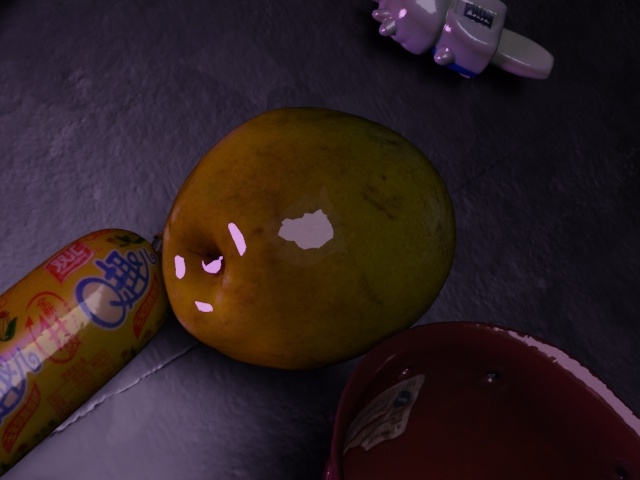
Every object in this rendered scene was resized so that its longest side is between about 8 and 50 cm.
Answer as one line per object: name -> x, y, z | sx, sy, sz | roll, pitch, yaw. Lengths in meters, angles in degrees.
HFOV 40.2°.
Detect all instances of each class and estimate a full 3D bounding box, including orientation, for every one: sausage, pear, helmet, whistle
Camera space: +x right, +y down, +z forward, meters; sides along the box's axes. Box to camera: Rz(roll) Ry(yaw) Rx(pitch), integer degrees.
sausage -> -0.260, 0.108, 0.778 | 0.123, 0.123, 0.347 | 47, 66, -2
pear -> 0.000, 0.000, 0.835 | 0.307, 0.253, 0.253 | -2, 74, -44
helmet -> 0.145, 0.278, 0.752 | 0.385, 0.230, 0.337 | 35, 40, 4
whistle -> 0.167, -0.252, 1.051 | 0.244, 0.092, 0.110 | 20, 68, -12
